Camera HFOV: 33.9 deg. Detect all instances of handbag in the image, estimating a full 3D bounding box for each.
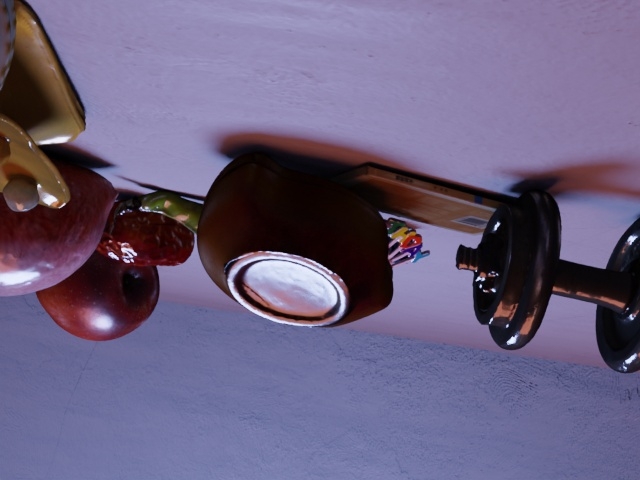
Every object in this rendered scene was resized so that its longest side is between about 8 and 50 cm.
[{"bbox_3d":[-0.398,-0.139,1.018,0.283,0.133,0.401,14,170,0],"label":"handbag"}]

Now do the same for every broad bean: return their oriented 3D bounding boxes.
[{"bbox_3d":[-0.154,-0.006,1.572,0.318,0.098,0.056,14,152,-17],"label":"broad bean"}]

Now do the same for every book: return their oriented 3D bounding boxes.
[{"bbox_3d":[0.132,-0.046,1.316,0.242,0.018,0.170,14,169,-21],"label":"book"}]

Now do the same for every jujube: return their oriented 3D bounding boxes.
[{"bbox_3d":[-0.281,-0.006,1.681,0.176,0.109,0.112,16,-158,-46],"label":"jujube"}]

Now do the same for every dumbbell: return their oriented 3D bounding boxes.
[{"bbox_3d":[0.297,0.046,1.200,0.290,0.192,0.192,12,170,-4],"label":"dumbbell"}]

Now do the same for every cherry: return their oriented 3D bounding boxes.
[{"bbox_3d":[-0.410,-0.020,1.434,0.240,0.206,0.239,14,159,5],"label":"cherry"}]

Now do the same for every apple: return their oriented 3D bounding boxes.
[{"bbox_3d":[-0.414,0.077,1.959,0.201,0.218,0.218,-4,164,43],"label":"apple"}]

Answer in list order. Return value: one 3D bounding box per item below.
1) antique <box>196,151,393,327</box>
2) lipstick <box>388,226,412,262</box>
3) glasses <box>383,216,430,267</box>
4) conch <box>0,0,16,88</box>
[{"bbox_3d":[-0.029,0.014,1.288,0.224,0.129,0.278,-20,132,29],"label":"antique"},{"bbox_3d":[0.000,0.000,1.621,0.312,0.051,0.051,2,167,40],"label":"lipstick"},{"bbox_3d":[0.024,-0.022,1.411,0.256,0.095,0.162,15,154,-18],"label":"glasses"},{"bbox_3d":[-0.368,-0.153,0.652,0.319,0.215,0.303,3,158,26],"label":"conch"}]
